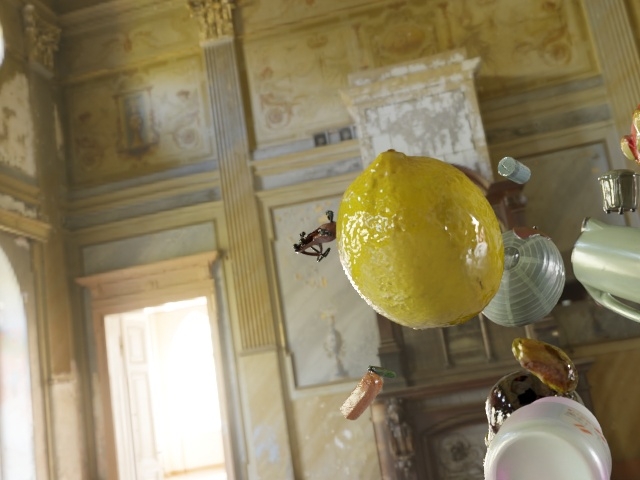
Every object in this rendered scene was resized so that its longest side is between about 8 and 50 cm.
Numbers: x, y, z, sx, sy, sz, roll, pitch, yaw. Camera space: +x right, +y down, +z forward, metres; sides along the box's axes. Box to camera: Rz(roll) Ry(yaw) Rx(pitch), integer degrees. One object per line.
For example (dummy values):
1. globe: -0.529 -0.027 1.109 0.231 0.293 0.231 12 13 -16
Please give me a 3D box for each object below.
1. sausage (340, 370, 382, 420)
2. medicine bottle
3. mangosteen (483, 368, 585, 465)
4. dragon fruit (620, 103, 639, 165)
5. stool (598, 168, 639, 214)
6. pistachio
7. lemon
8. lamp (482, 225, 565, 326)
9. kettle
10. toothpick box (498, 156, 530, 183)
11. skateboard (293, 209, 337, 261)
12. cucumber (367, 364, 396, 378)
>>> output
1. sausage: 0.117 0.414 1.852 0.065 0.065 0.169 1 -47 -38
2. medicine bottle: 0.501 0.471 1.486 0.241 0.241 0.302 -14 -4 25
3. mangosteen: 0.619 0.532 1.971 0.297 0.313 0.297 -3 28 2
4. dragon fruit: 0.828 -0.279 1.556 0.243 0.227 0.307 30 -67 -26
5. stool: 0.757 -0.123 1.728 0.096 0.110 0.096 -1 -5 0
6. pistachio: 0.516 0.271 1.541 0.089 0.173 0.049 -52 -1 -33
7. lemon: 0.142 0.006 0.980 0.236 0.263 0.236 -46 0 0
8. lamp: 0.509 0.089 1.762 0.265 0.233 0.233 -44 -12 -4
9. kettle: 0.696 0.078 1.510 0.165 0.240 0.255 -25 24 -30
10. toothpick box: 0.504 -0.181 1.776 0.052 0.052 0.083 -19 -24 39
11. skateboard: 0.000 0.000 1.574 0.080 0.067 0.151 35 -41 -19
12. cucumber: 0.193 0.419 2.168 0.036 0.033 0.184 -16 -22 28
